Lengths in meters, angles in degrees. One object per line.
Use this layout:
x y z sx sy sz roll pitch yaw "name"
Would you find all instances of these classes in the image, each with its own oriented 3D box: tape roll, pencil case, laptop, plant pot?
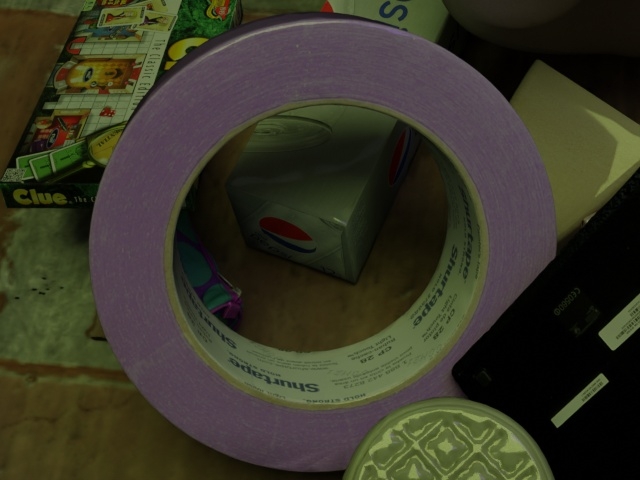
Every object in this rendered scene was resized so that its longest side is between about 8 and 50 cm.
0.000 0.000 0.636 0.275 0.090 0.274 -2 105 -6 "tape roll"
-0.108 0.009 0.750 0.070 0.064 0.151 -30 62 5 "pencil case"
0.250 0.089 0.554 0.137 0.234 0.264 -6 51 -51 "laptop"
0.168 -0.042 0.732 0.109 0.109 0.096 40 86 23 "plant pot"

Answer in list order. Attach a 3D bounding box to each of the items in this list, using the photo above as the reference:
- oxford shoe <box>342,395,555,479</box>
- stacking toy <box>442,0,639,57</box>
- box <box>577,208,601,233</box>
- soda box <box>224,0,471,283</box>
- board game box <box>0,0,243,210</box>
0.057 0.311 0.545 0.169 0.130 0.449 5 77 4 "oxford shoe"
0.223 -0.392 0.696 0.351 0.350 0.479 -8 84 1 "stacking toy"
0.302 0.014 0.667 0.257 0.128 0.122 -22 62 -6 "box"
0.035 -0.118 0.787 0.098 0.091 0.286 20 66 16 "soda box"
-0.143 -0.117 0.795 0.136 0.030 0.259 2 43 3 "board game box"
